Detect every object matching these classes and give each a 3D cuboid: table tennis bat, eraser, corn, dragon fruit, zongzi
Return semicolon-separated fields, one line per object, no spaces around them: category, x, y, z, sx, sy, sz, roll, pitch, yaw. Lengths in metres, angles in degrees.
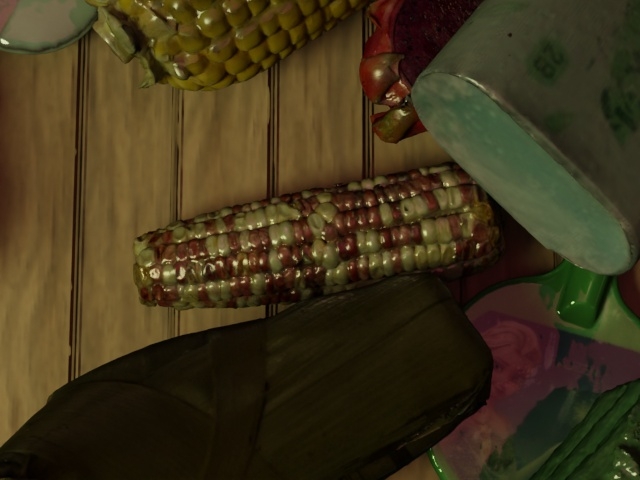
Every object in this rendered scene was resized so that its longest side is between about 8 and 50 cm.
table tennis bat;0.157;0.062;1.115;0.160;0.039;0.257;20;81;-1
eraser;0.183;-0.112;1.087;0.174;0.081;0.227;42;60;-3
corn;0.022;-0.226;1.113;0.387;0.144;0.144;-35;83;-13
dragon fruit;0.074;-0.112;1.121;0.112;0.068;0.126;47;58;-3
corn;0.000;0.000;1.101;0.237;0.079;0.079;-8;79;-1
zongzi;-0.032;0.089;0.961;0.260;0.289;0.123;-24;76;1

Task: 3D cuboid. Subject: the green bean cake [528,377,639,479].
green bean cake;0.252;0.223;0.944;0.308;0.300;0.169;44;80;0

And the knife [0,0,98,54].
knife;-0.207;-0.312;1.167;0.132;0.038;0.398;0;78;-5
